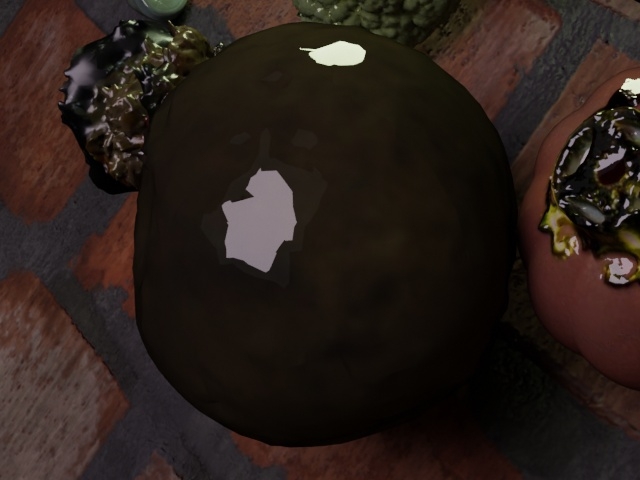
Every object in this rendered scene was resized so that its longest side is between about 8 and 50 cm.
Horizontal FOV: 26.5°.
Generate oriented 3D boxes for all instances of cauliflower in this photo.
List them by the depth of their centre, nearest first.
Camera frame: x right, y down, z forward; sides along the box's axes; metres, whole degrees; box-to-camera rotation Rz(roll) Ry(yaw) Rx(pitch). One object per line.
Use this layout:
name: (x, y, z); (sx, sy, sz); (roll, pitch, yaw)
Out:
cauliflower: (0.060, -0.364, 1.554); (0.275, 0.272, 0.250); (-37, 19, 5)

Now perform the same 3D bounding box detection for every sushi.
sushi: (-0.181, -0.158, 1.665); (0.219, 0.238, 0.225); (8, 66, 48)

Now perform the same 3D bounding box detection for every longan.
longan: (-0.003, -0.007, 1.295); (0.404, 0.436, 0.404); (-1, 86, 13)

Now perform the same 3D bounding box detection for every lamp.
lamp: (0.303, -0.021, 1.174); (0.305, 0.240, 0.305); (-17, 62, 35)

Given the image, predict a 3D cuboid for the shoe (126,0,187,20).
shoe: (-0.247, -0.368, 1.919); (0.195, 0.079, 0.078); (64, 151, 28)

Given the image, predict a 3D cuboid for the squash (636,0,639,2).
squash: (0.352, -0.318, 1.321); (0.193, 0.156, 0.193); (-41, 42, 53)
